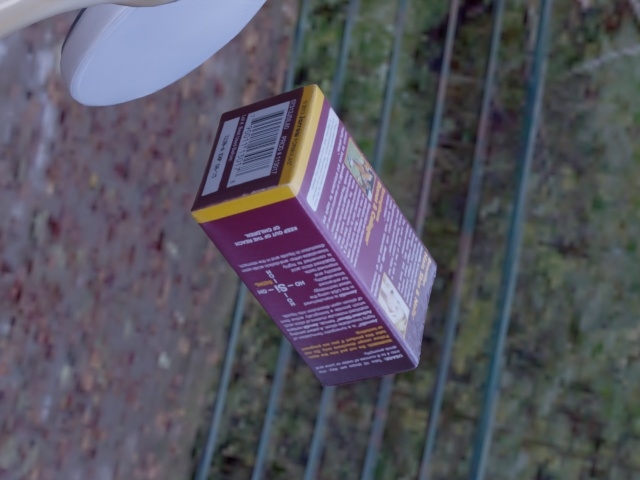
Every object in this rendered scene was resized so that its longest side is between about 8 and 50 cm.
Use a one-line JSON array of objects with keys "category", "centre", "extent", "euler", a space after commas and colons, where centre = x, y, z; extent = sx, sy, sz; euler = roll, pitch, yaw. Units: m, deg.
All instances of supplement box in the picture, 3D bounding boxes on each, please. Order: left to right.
[{"category": "supplement box", "centre": [0.000, 0.000, 1.134], "extent": [0.188, 0.081, 0.104], "euler": [55, 34, -35]}]

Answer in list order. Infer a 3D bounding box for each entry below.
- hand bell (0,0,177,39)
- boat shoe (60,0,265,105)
[{"category": "hand bell", "centre": [-0.152, -0.025, 0.374], "extent": [0.242, 0.126, 0.126], "euler": [-47, 153, -17]}, {"category": "boat shoe", "centre": [-0.059, -0.178, 0.860], "extent": [0.258, 0.084, 0.095], "euler": [-44, 152, 25]}]
